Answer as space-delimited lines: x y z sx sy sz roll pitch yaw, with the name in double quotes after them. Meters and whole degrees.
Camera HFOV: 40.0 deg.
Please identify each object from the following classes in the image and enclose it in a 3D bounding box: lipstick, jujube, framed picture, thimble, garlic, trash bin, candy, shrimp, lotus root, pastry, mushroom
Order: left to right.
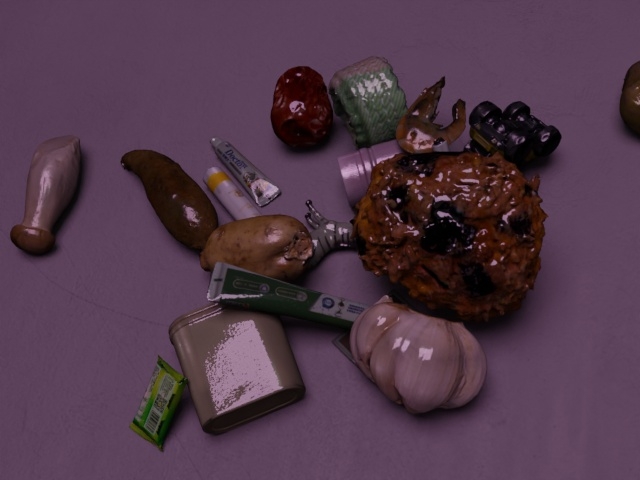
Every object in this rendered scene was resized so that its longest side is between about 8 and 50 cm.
-0.679 -0.131 2.203 0.128 0.128 0.350 4 63 14 "mushroom"
-0.337 0.339 1.835 0.102 0.032 0.178 31 103 36 "candy"
-0.174 0.251 1.854 0.243 0.121 0.247 -23 60 -3 "trash bin"
-0.192 -0.078 2.100 0.059 0.059 0.264 -35 58 -11 "lipstick"
-0.150 0.029 1.937 0.284 0.146 0.160 -8 89 32 "lotus root"
-0.049 -0.337 2.184 0.155 0.155 0.230 -11 50 5 "jujube"
0.116 -0.325 2.100 0.150 0.219 0.219 -23 56 -2 "thimble"
0.137 0.203 1.879 0.183 0.011 0.142 -39 59 -14 "framed picture"
0.184 0.243 1.734 0.281 0.185 0.203 18 101 6 "garlic"
0.267 -0.286 1.988 0.145 0.059 0.254 21 57 28 "shrimp"
0.270 -0.027 1.766 0.405 0.337 0.292 29 27 5 "pastry"

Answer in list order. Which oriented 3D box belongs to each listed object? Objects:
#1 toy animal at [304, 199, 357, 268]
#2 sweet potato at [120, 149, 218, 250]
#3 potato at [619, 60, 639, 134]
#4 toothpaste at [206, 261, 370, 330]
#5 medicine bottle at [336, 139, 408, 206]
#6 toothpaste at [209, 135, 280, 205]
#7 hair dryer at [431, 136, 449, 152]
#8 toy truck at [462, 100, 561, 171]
0.002 0.002 2.001 0.217 0.073 0.176 -45 62 -9 "toy animal"
-0.368 -0.120 2.129 0.130 0.130 0.423 -37 56 -12 "sweet potato"
0.772 -0.332 2.016 0.155 0.137 0.200 -4 51 46 "potato"
-0.042 0.132 1.849 0.392 0.061 0.098 14 55 -7 "toothpaste"
0.172 -0.167 2.035 0.250 0.133 0.133 -14 56 1 "medicine bottle"
-0.195 -0.180 2.182 0.067 0.037 0.255 -37 62 -12 "toothpaste"
0.279 -0.114 1.930 0.131 0.236 0.073 -18 24 1 "hair dryer"
0.420 -0.212 1.989 0.224 0.165 0.147 -11 47 -40 "toy truck"
